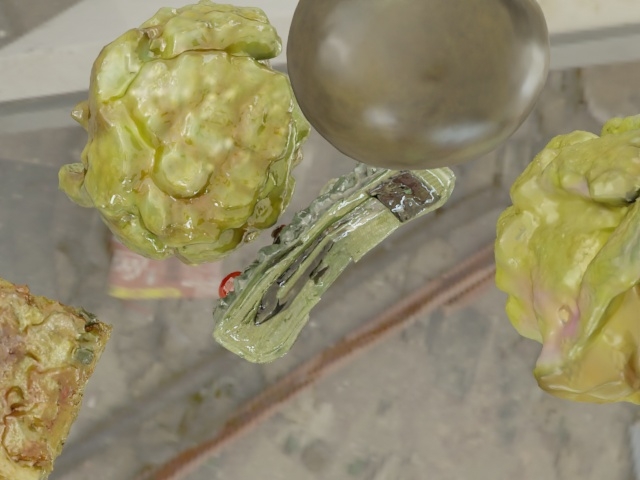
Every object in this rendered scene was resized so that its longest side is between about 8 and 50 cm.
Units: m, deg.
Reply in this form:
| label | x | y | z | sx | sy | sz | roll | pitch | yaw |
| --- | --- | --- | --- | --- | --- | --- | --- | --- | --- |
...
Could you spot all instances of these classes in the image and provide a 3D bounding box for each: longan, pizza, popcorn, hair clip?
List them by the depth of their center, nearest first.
| label | x | y | z | sx | sy | sz | roll | pitch | yaw |
| --- | --- | --- | --- | --- | --- | --- | --- | --- | --- |
| popcorn | 0.144 | 0.013 | 0.669 | 0.145 | 0.126 | 0.126 | 47 | 37 | 4 |
| longan | 0.069 | -0.130 | 1.066 | 0.187 | 0.167 | 0.167 | 1 | 96 | -41 |
| pizza | -0.307 | 0.125 | 1.592 | 0.197 | 0.058 | 0.292 | -18 | 75 | -3 |
| hair clip | 0.000 | -0.002 | 1.743 | 0.321 | 0.091 | 0.138 | -42 | 138 | 8 |
| popcorn | -0.141 | -0.108 | 1.783 | 0.274 | 0.279 | 0.335 | 1 | 115 | -22 |
